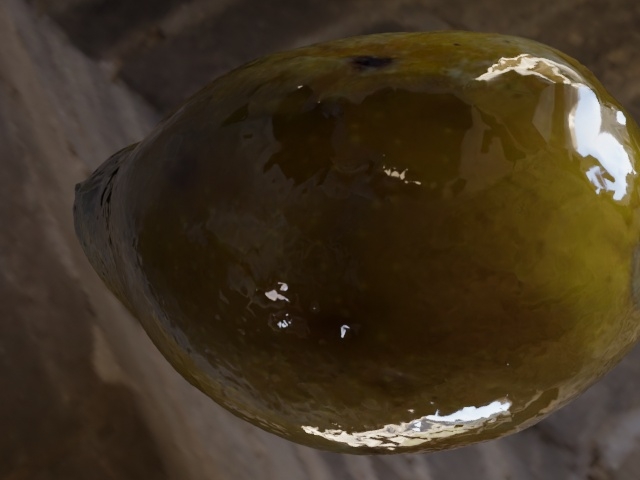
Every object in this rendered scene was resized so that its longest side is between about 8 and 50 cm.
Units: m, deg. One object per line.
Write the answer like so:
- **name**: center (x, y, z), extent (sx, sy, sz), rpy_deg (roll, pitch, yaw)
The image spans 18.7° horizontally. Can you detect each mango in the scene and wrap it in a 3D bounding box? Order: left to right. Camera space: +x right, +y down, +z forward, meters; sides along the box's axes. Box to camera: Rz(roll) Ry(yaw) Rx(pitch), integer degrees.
- **mango**: center (0.006, 0.005, 0.774), extent (0.176, 0.329, 0.175), rpy_deg (43, 70, -10)
